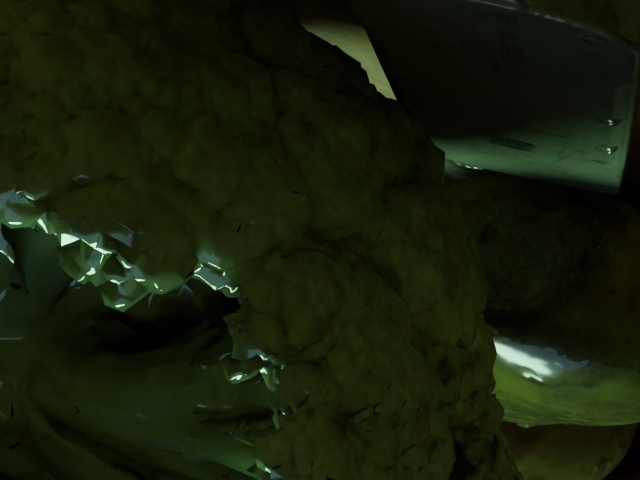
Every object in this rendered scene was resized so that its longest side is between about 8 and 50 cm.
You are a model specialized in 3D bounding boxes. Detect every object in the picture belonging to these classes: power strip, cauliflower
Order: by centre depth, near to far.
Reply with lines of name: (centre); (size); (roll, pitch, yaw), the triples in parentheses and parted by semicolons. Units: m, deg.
power strip: (0.061, -0.052, 0.456); (0.080, 0.029, 0.227); (14, 172, 12)
cauliflower: (-0.081, 0.030, 0.458); (0.272, 0.250, 0.275); (43, 179, -32)

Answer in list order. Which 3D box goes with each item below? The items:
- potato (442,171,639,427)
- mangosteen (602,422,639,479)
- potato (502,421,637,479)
potato: (0.101, 0.023, 0.636); (0.149, 0.113, 0.251); (17, 169, 2)
mangosteen: (0.292, 0.251, 1.373); (0.235, 0.261, 0.235); (17, 176, 1)
potato: (0.073, 0.063, 0.843); (0.296, 0.141, 0.192); (10, -144, -43)
